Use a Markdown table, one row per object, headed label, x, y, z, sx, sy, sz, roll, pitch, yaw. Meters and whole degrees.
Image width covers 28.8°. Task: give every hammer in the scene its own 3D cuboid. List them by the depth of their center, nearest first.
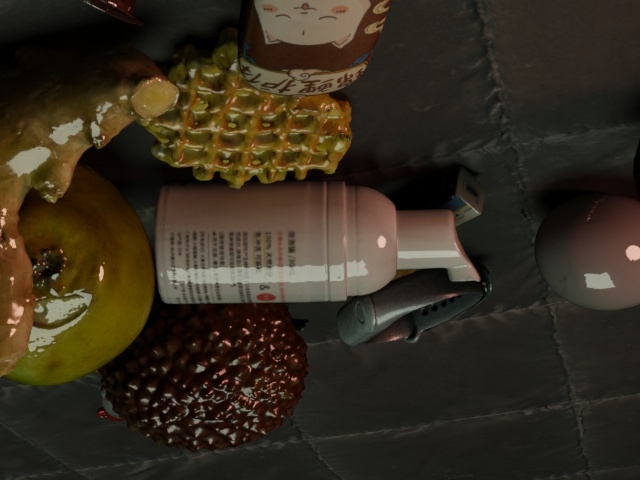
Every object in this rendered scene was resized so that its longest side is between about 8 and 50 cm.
| label | x | y | z | sx | sy | sz | roll | pitch | yaw |
| --- | --- | --- | --- | --- | --- | --- | --- | --- | --- |
| hammer | -0.058 | 0.069 | 1.714 | 0.078 | 0.021 | 0.201 | 25 | 154 | 17 |

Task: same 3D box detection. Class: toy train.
| label | x | y | z | sx | sy | sz | roll | pitch | yaw |
| --- | --- | --- | --- | --- | --- | --- | --- | --- | --- |
| toy train | 0.098 | -0.018 | 1.540 | 0.051 | 0.052 | 0.234 | 38 | 135 | -26 |

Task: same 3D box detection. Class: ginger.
| label | x | y | z | sx | sy | sz | roll | pitch | yaw |
| --- | --- | --- | --- | --- | --- | --- | --- | --- | --- |
| ginger | -0.346 | -0.096 | 1.196 | 0.348 | 0.363 | 0.122 | -51 | 166 | -5 |

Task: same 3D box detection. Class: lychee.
| label | x | y | z | sx | sy | sz | roll | pitch | yaw |
| --- | --- | --- | --- | --- | --- | --- | --- | --- | --- |
| lychee | -0.159 | 0.162 | 1.642 | 0.268 | 0.267 | 0.267 | -3 | 154 | -2 |

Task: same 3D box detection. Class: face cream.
| label | x | y | z | sx | sy | sz | roll | pitch | yaw |
| --- | --- | --- | --- | --- | --- | --- | --- | --- | --- |
| face cream | 0.000 | 0.000 | 1.451 | 0.370 | 0.145 | 0.145 | -1 | 154 | 1 |

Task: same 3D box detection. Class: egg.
| label | x | y | z | sx | sy | sz | roll | pitch | yaw |
| --- | --- | --- | --- | --- | --- | --- | --- | --- | --- |
| egg | 0.357 | 0.015 | 1.545 | 0.199 | 0.146 | 0.146 | 6 | 153 | -33 |

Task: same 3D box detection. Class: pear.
| label | x | y | z | sx | sy | sz | roll | pitch | yaw |
| --- | --- | --- | --- | --- | --- | --- | --- | --- | --- |
| pear | -0.315 | 0.031 | 1.384 | 0.269 | 0.269 | 0.321 | 1 | 171 | -10 |

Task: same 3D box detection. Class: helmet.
| label | x | y | z | sx | sy | sz | roll | pitch | yaw |
| --- | --- | --- | --- | --- | --- | --- | --- | --- | --- |
| helmet | -0.192 | -0.233 | 1.074 | 0.089 | 0.057 | 0.111 | 22 | 180 | 40 |

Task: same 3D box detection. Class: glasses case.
| label | x | y | z | sx | sy | sz | roll | pitch | yaw |
| --- | --- | --- | --- | --- | --- | --- | --- | --- | --- |
| glasses case | 0.003 | -0.237 | 1.044 | 0.122 | 0.082 | 0.321 | -3 | 147 | -14 |

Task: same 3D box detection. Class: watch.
| label | x | y | z | sx | sy | sz | roll | pitch | yaw |
| --- | --- | --- | --- | --- | --- | --- | --- | --- | --- |
| watch | 0.127 | 0.091 | 1.723 | 0.193 | 0.068 | 0.206 | -12 | 164 | -20 |

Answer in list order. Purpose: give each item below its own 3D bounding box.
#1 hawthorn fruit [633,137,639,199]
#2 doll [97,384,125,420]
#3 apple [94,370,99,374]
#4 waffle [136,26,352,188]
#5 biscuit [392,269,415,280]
| label | x | y | z | sx | sy | sz | roll | pitch | yaw |
| --- | --- | --- | --- | --- | --- | --- | --- | --- | --- |
| hawthorn fruit | 0.437 | -0.085 | 1.348 | 0.188 | 0.169 | 0.169 | -3 | 156 | -30 |
| doll | -0.267 | 0.235 | 1.990 | 0.245 | 0.076 | 0.142 | -25 | 146 | 30 |
| apple | -0.307 | 0.164 | 1.837 | 0.090 | 0.074 | 0.089 | -1 | 153 | 0 |
| waffle | -0.065 | -0.130 | 1.300 | 0.253 | 0.056 | 0.249 | 23 | 143 | -39 |
| biscuit | 0.050 | 0.037 | 1.682 | 0.221 | 0.028 | 0.142 | -24 | 148 | 34 |
